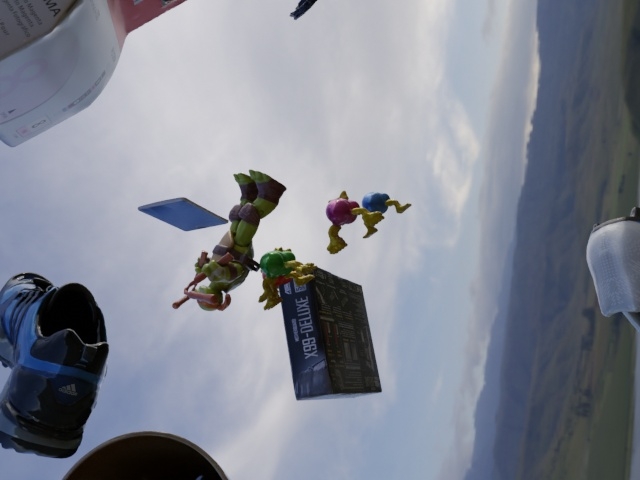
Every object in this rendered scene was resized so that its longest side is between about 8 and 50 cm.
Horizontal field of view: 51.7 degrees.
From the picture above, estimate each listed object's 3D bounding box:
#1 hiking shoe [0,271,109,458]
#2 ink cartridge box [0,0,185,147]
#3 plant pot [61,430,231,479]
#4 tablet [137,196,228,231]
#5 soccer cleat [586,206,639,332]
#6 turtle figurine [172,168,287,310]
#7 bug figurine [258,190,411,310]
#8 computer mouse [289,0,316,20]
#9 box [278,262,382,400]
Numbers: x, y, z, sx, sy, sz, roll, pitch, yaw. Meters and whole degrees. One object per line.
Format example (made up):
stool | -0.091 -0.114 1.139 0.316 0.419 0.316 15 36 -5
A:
hiking shoe | -0.282 0.098 0.718 0.113 0.304 0.132 27 -82 -37
ink cartridge box | -0.197 -0.175 0.564 0.066 0.232 0.189 61 168 -1
plant pot | -0.191 0.380 0.850 0.254 0.237 0.237 74 -152 -67
tablet | -0.133 -0.025 0.648 0.083 0.054 0.006 33 -130 -63
soccer cleat | 0.445 0.083 0.800 0.331 0.116 0.143 22 -121 -23
turtle figurine | -0.119 0.013 0.916 0.218 0.087 0.269 -67 11 -8
bug figurine | 0.000 0.000 0.980 0.072 0.279 0.216 55 -171 6
computer mouse | 0.021 -0.434 1.053 0.041 0.242 0.071 45 -136 -15
box | 0.025 0.192 1.324 0.307 0.076 0.243 27 -129 -65
